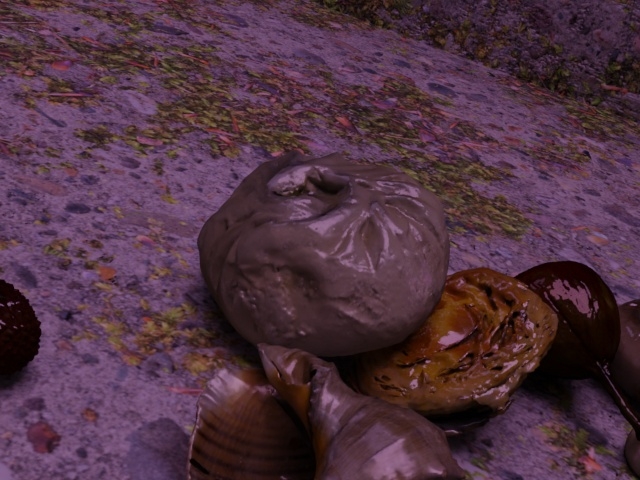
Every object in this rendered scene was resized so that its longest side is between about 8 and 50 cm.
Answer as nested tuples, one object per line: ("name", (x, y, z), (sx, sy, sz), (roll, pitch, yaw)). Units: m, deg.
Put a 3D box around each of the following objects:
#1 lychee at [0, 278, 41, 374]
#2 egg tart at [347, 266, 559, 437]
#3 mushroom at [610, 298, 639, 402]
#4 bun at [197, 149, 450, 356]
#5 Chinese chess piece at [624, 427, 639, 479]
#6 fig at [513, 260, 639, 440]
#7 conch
("lychee", (-0.386, 0.103, 0.984), (0.129, 0.123, 0.123), (43, 27, -9))
("egg tart", (0.182, 0.161, 1.173), (0.297, 0.132, 0.297), (-12, 32, 7))
("mushroom", (0.545, 0.167, 1.319), (0.227, 0.178, 0.226), (5, 27, -3))
("bun", (0.000, 0.000, 1.195), (0.360, 0.210, 0.359), (-5, 30, 3))
("Chinese chess piece", (0.483, 0.298, 1.182), (0.122, 0.051, 0.122), (13, 28, -7))
("fig", (0.393, 0.147, 1.257), (0.290, 0.190, 0.191), (33, 32, 34))
("conch", (-0.010, 0.247, 0.876), (0.263, 0.186, 0.324), (-17, 28, -22))
